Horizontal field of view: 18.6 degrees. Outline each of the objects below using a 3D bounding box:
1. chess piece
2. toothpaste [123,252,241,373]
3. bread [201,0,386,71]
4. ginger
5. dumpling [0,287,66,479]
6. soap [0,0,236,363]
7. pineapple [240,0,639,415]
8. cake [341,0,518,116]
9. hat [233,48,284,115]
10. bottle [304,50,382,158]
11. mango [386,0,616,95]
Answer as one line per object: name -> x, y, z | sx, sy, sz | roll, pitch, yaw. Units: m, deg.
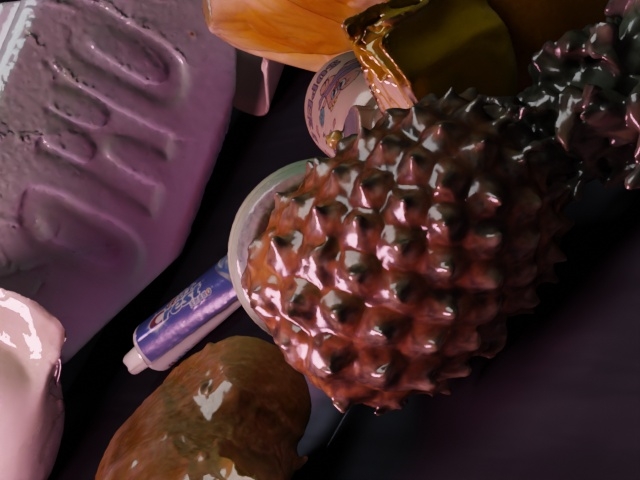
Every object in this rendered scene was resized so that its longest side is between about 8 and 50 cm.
chess piece -> 0.000, 0.000, 1.489 | 0.139, 0.139, 0.271 | -52, 5, 3
toothpaste -> -0.086, 0.045, 1.726 | 0.268, 0.047, 0.069 | -38, 9, 31
bread -> 0.027, -0.289, 1.733 | 0.388, 0.236, 0.183 | 139, 147, -64
ginger -> -0.097, 0.202, 1.295 | 0.219, 0.123, 0.270 | -37, 23, 34
dumpling -> -0.352, 0.163, 1.867 | 0.175, 0.227, 0.243 | 84, -150, -79
soap -> -0.252, -0.088, 2.018 | 0.156, 0.261, 0.446 | -19, 47, 59
pineapple -> 0.112, -0.050, 1.185 | 0.361, 0.175, 0.175 | -47, 18, 18
cake -> 0.074, -0.077, 1.284 | 0.080, 0.116, 0.185 | 34, 125, 45
hat -> -0.022, -0.248, 2.100 | 0.219, 0.164, 0.226 | -175, 82, -65
bottle -> 0.047, -0.092, 1.530 | 0.209, 0.110, 0.097 | -135, 52, -74
mango -> 0.117, -0.200, 1.386 | 0.254, 0.139, 0.175 | 53, 128, 32
